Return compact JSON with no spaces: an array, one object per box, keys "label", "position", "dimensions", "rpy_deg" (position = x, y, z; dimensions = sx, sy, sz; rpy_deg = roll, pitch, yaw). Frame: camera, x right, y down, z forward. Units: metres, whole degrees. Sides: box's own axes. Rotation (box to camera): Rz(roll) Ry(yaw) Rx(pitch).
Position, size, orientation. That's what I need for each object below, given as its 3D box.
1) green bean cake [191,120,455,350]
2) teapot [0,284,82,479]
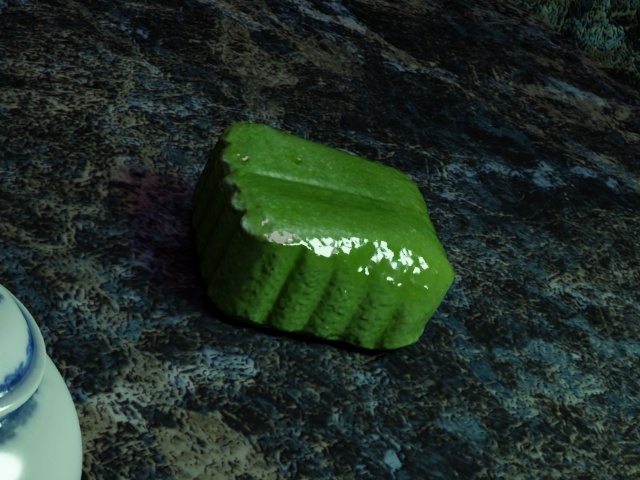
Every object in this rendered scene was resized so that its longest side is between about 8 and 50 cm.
[{"label":"green bean cake","position":[0.000,0.000,1.386],"dimensions":[0.248,0.125,0.222],"rpy_deg":[14,31,-21]},{"label":"teapot","position":[-0.252,0.099,0.780],"dimensions":[0.252,0.280,0.424],"rpy_deg":[6,34,-35]}]
